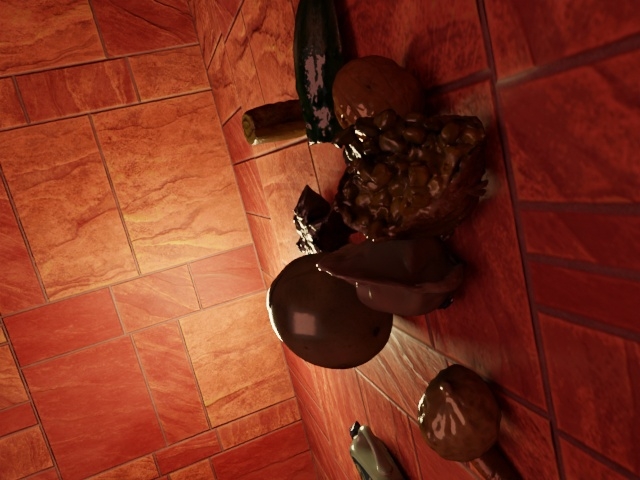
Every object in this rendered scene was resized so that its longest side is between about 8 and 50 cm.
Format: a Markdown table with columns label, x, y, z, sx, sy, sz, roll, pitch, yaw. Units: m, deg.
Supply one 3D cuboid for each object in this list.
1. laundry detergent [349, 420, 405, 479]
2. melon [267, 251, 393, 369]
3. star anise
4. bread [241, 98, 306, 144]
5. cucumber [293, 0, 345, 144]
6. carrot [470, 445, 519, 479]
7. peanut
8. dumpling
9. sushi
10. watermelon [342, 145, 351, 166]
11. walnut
| label | x | y | z | sx | sy | sz | roll | pitch | yaw |
| --- | --- | --- | --- | --- | --- | --- | --- | --- | --- |
| laundry detergent | 0.163 | 0.677 | 1.508 | 0.280 | 0.105 | 0.215 | -120 | 20 | -44 |
| melon | 0.020 | 0.162 | 1.163 | 0.330 | 0.268 | 0.269 | 15 | 122 | 50 |
| star anise | -0.008 | -0.017 | 1.368 | 0.315 | 0.108 | 0.315 | 60 | 167 | 25 |
| bread | -0.116 | -0.317 | 1.310 | 0.132 | 0.172 | 0.103 | -169 | 63 | -71 |
| cucumber | -0.003 | -0.355 | 1.001 | 0.145 | 0.105 | 0.325 | -103 | 6 | -69 |
| carrot | 0.312 | 0.410 | 0.840 | 0.210 | 0.061 | 0.061 | 50 | 153 | 43 |
| peanut | 0.236 | 0.300 | 0.841 | 0.159 | 0.109 | 0.140 | -67 | 26 | 20 |
| dumpling | 0.119 | 0.065 | 0.861 | 0.293 | 0.204 | 0.163 | 19 | 138 | 58 |
| sushi | 0.110 | -0.081 | 0.720 | 0.296 | 0.179 | 0.167 | -10 | 80 | 50 |
| watermelon | 0.090 | -0.168 | 0.944 | 0.080 | 0.101 | 0.155 | 88 | 174 | -60 |
| walnut | 0.092 | -0.220 | 0.786 | 0.180 | 0.144 | 0.144 | 55 | 157 | 29 |
